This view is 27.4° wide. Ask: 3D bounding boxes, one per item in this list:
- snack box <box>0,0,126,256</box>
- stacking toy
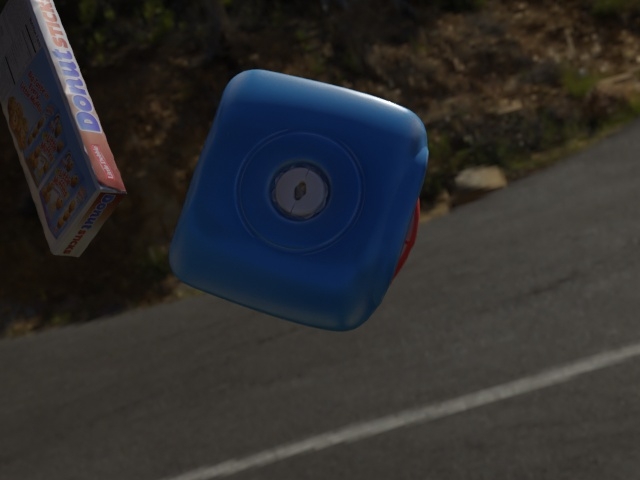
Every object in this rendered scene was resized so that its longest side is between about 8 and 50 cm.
[{"bbox_3d":[-0.171,-0.079,0.824,0.022,0.178,0.064,6,-42,-42],"label":"snack box"},{"bbox_3d":[0.000,0.000,1.063,0.165,0.175,0.302,16,-11,9],"label":"stacking toy"}]
